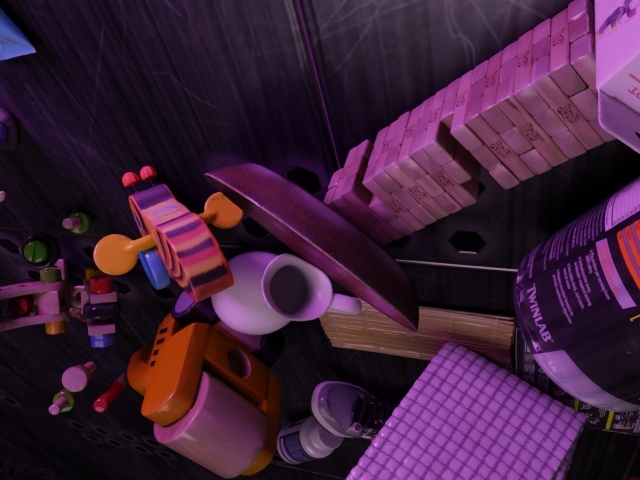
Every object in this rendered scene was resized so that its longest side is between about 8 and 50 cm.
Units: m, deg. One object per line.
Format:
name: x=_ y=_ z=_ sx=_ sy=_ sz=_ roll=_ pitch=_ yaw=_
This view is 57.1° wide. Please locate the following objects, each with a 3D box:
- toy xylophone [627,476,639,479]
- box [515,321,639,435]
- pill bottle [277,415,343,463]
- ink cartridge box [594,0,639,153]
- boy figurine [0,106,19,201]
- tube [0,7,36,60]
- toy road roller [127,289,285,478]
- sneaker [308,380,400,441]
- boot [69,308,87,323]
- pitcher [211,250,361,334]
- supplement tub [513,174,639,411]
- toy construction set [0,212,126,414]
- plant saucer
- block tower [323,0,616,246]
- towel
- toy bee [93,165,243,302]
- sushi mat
toy xylophone: x=0.684 y=0.474 z=1.061 sx=0.237 sy=0.081 sz=0.322 roll=-2 pitch=138 yaw=25
box: x=0.399 y=0.190 z=0.858 sx=0.217 sy=0.060 sz=0.270 roll=3 pitch=140 yaw=21
pill bottle: x=-0.021 y=0.452 z=1.345 sx=0.094 sy=0.094 sz=0.169 roll=33 pitch=141 yaw=-16
ink cartridge box: x=0.259 y=-0.131 z=0.423 sx=0.104 sy=0.181 sz=0.061 roll=28 pitch=142 yaw=-11
boy figurine: x=-0.509 y=-0.071 z=0.767 sx=0.178 sy=0.285 sz=0.092 roll=19 pitch=143 yaw=-4
tube: x=-0.415 y=-0.289 z=0.654 sx=0.080 sy=0.052 sz=0.207 roll=7 pitch=148 yaw=34
toy road roller: x=-0.212 y=0.245 z=0.991 sx=0.241 sy=0.329 sz=0.202 roll=-35 pitch=120 yaw=22
sneaker: x=0.136 y=0.343 z=1.110 sx=0.296 sy=0.123 sz=0.178 roll=31 pitch=147 yaw=-26
boot: x=-0.520 y=0.168 z=1.275 sx=0.114 sy=0.037 sz=0.106 roll=25 pitch=145 yaw=-14
pitcher: x=-0.057 y=0.084 z=0.871 sx=0.178 sy=0.125 sz=0.207 roll=23 pitch=161 yaw=-29
supplement tub: x=0.363 y=0.019 z=0.543 sx=0.207 sy=0.207 sz=0.338 roll=28 pitch=143 yaw=-10
toy construction set: x=-0.435 y=0.138 z=1.046 sx=0.258 sy=0.237 sz=0.308 roll=-26 pitch=94 yaw=0
plant saucer: x=0.000 y=0.000 z=0.709 sx=0.311 sy=0.050 sz=0.310 roll=37 pitch=174 yaw=4
block tower: x=0.147 y=-0.100 z=0.589 sx=0.097 sy=0.090 sz=0.336 roll=39 pitch=139 yaw=-24
towel: x=0.209 y=0.316 z=0.841 sx=0.235 sy=0.283 sz=0.121 roll=30 pitch=153 yaw=23
toy bee: x=-0.225 y=-0.016 z=0.809 sx=0.299 sy=0.195 sz=0.162 roll=-2 pitch=114 yaw=42
sushi mat: x=0.150 y=0.148 z=0.952 sx=0.317 sy=0.019 sz=0.151 roll=5 pitch=142 yaw=20
